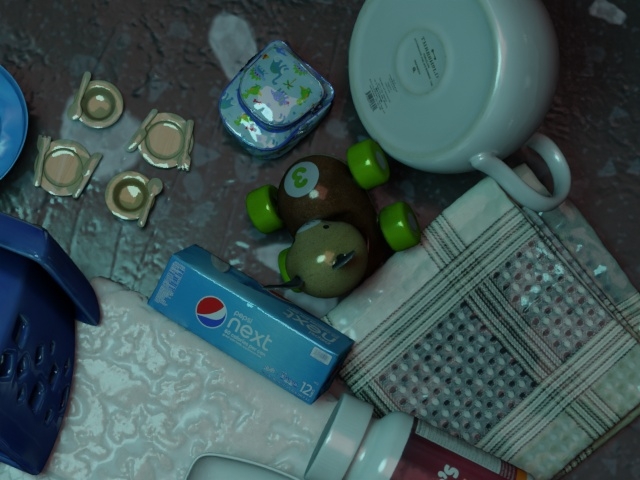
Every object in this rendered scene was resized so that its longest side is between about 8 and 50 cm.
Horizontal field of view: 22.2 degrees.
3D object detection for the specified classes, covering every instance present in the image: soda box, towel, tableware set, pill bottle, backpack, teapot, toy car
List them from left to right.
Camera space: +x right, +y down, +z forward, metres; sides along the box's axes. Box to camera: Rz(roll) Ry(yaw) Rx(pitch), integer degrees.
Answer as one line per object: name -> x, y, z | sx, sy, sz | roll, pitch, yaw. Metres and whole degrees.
tableware set -> -0.230, -0.098, 1.811 | 0.169, 0.020, 0.141 | 24, 82, 1
towel -> -0.171, 0.246, 1.751 | 0.332, 0.053, 0.317 | 28, 82, 1
soda box -> -0.074, 0.088, 1.744 | 0.210, 0.071, 0.067 | 32, 107, 9
backpack -> -0.054, -0.153, 1.794 | 0.105, 0.084, 0.114 | 44, 85, 6
toy car -> 0.000, 0.000, 1.692 | 0.155, 0.188, 0.149 | -23, 104, 20
pill bottle -> 0.102, 0.251, 1.688 | 0.221, 0.121, 0.121 | 26, 82, -1
teapot -> 0.169, -0.186, 1.758 | 0.253, 0.187, 0.256 | 24, 108, 41
towel -> 0.201, 0.115, 1.783 | 0.324, 0.056, 0.312 | -39, 85, -7

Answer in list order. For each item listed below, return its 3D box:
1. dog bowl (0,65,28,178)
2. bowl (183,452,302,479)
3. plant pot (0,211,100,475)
dog bowl -> -0.454, -0.159, 1.784 | 0.297, 0.074, 0.166 | 34, 82, 2
bowl -> -0.085, 0.299, 1.697 | 0.142, 0.053, 0.142 | 18, 83, -1
plant pot -> -0.370, 0.081, 1.660 | 0.236, 0.236, 0.212 | 20, 73, 17
